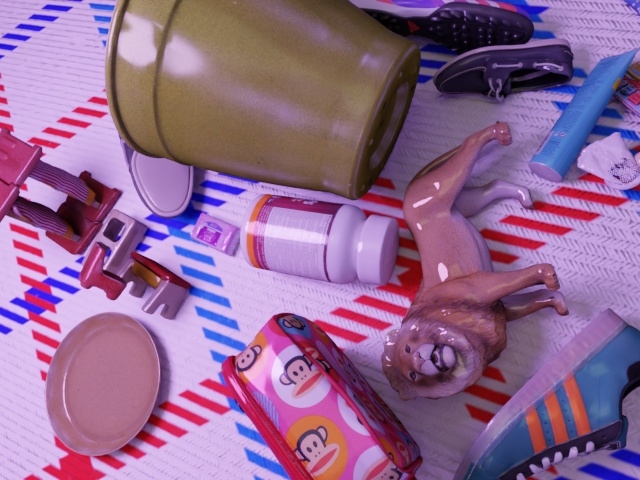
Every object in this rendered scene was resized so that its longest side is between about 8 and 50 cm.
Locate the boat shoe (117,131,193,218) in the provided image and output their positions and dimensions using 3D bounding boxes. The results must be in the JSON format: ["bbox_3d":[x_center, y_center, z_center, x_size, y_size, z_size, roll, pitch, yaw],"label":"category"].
[{"bbox_3d":[-0.315,-0.177,1.014,0.112,0.095,0.335,-13,70,-23],"label":"boat shoe"}]

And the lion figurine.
[{"bbox_3d":[0.188,0.017,0.758,0.240,0.142,0.392,-17,55,22],"label":"lion figurine"}]

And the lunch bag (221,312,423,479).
[{"bbox_3d":[0.029,0.225,0.650,0.120,0.293,0.258,-43,65,-2],"label":"lunch bag"}]

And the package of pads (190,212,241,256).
[{"bbox_3d":[-0.180,-0.011,0.936,0.083,0.032,0.050,22,81,24],"label":"package of pads"}]

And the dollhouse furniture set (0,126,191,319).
[{"bbox_3d":[-0.400,-0.029,0.928,0.374,0.201,0.152,27,85,25],"label":"dollhouse furniture set"}]

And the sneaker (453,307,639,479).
[{"bbox_3d":[0.294,0.225,0.654,0.302,0.108,0.121,-45,61,1],"label":"sneaker"}]

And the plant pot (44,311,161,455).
[{"bbox_3d":[-0.369,0.243,0.928,0.236,0.032,0.236,-6,72,18],"label":"plant pot"}]

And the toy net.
[{"bbox_3d":[0.471,-0.088,0.723,0.232,0.045,0.122,2,77,22],"label":"toy net"}]

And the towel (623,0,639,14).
[{"bbox_3d":[0.516,-0.512,0.834,0.243,0.040,0.336,-32,66,9],"label":"towel"}]

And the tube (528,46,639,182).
[{"bbox_3d":[0.375,-0.184,0.774,0.052,0.080,0.207,32,89,-18],"label":"tube"}]

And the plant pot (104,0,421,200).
[{"bbox_3d":[-0.053,-0.235,0.810,0.352,0.366,0.367,24,83,13],"label":"plant pot"}]

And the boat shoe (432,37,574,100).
[{"bbox_3d":[0.277,-0.251,0.822,0.206,0.075,0.065,-9,68,12],"label":"boat shoe"}]

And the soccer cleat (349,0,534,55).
[{"bbox_3d":[0.189,-0.382,0.879,0.318,0.108,0.117,16,76,25],"label":"soccer cleat"}]

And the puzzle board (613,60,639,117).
[{"bbox_3d":[0.472,-0.213,0.752,0.096,0.011,0.128,-29,47,10],"label":"puzzle board"}]

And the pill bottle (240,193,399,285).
[{"bbox_3d":[0.000,0.000,0.820,0.221,0.121,0.121,9,77,22],"label":"pill bottle"}]
